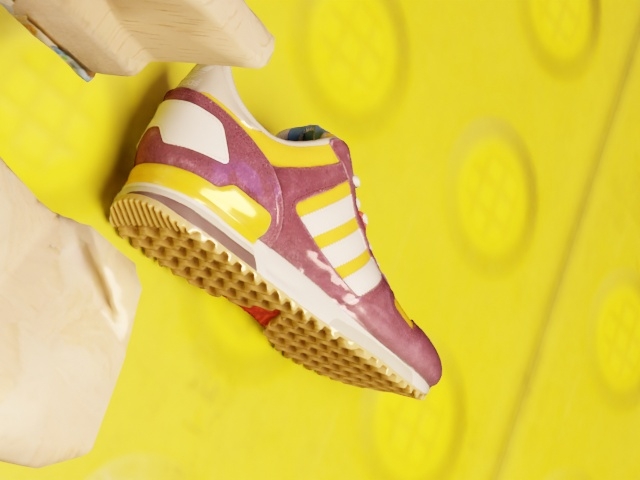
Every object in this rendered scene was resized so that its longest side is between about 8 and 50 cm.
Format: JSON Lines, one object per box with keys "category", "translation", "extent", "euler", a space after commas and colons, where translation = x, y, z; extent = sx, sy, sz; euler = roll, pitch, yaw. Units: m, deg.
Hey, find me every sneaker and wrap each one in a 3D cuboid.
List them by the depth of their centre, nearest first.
{"category": "sneaker", "translation": [0.000, 0.000, 0.593], "extent": [0.185, 0.070, 0.083], "euler": [40, 66, -41]}

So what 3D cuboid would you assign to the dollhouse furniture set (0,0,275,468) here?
{"category": "dollhouse furniture set", "translation": [-0.217, -0.032, 0.301], "extent": [0.394, 0.257, 0.362], "euler": [45, 55, -62]}
